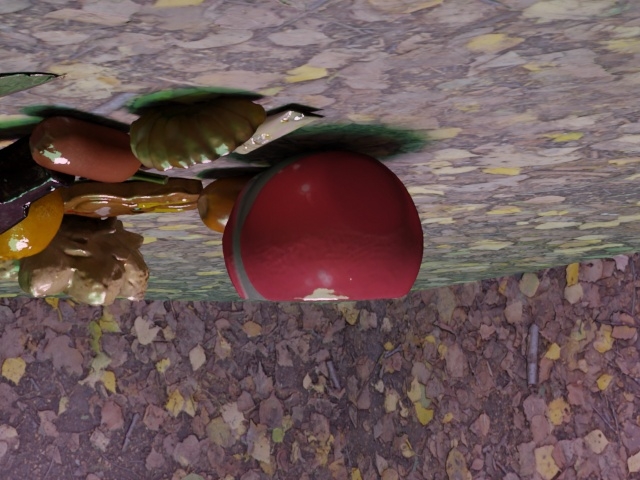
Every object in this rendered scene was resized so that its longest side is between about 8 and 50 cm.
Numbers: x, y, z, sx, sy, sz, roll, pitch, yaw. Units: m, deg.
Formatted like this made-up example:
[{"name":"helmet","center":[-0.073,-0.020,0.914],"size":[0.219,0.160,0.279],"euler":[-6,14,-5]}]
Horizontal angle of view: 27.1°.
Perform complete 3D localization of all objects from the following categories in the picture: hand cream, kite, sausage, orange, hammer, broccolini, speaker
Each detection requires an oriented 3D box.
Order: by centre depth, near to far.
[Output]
[{"name":"kite","center":[-0.450,-0.171,1.502],"size":[0.323,0.013,0.268],"euler":[-2,172,-11]},{"name":"hammer","center":[-0.513,-0.098,1.639],"size":[0.242,0.095,0.409],"euler":[-28,155,19]},{"name":"sausage","center":[-0.300,-0.117,1.715],"size":[0.077,0.077,0.194],"euler":[-7,169,30]},{"name":"hand cream","center":[-0.065,-0.145,1.737],"size":[0.143,0.039,0.061],"euler":[-16,163,41]},{"name":"broccolini","center":[-0.316,-0.093,1.832],"size":[0.218,0.042,0.044],"euler":[11,171,7]},{"name":"speaker","center":[0.000,0.000,1.952],"size":[0.294,0.294,0.294],"euler":[-3,172,0]},{"name":"orange","center":[-0.464,-0.038,1.994],"size":[0.159,0.136,0.159],"euler":[-1,174,0]},{"name":"sausage","center":[-0.059,-0.057,2.123],"size":[0.274,0.105,0.105],"euler":[0,171,-17]}]

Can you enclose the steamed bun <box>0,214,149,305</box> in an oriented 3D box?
[{"name":"steamed bun","center":[-0.437,0.010,2.282],"size":[0.295,0.137,0.292],"euler":[19,-163,15]}]

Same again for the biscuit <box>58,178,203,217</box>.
[{"name":"biscuit","center":[-0.337,-0.065,2.180],"size":[0.295,0.044,0.186],"euler":[-3,170,-2]}]

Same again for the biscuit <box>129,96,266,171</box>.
[{"name":"biscuit","center":[-0.162,-0.137,1.637],"size":[0.183,0.061,0.118],"euler":[-6,-147,23]}]

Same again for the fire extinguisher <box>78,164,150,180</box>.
[{"name":"fire extinguisher","center":[-0.278,-0.110,1.879],"size":[0.064,0.043,0.158],"euler":[-24,-172,-39]}]
